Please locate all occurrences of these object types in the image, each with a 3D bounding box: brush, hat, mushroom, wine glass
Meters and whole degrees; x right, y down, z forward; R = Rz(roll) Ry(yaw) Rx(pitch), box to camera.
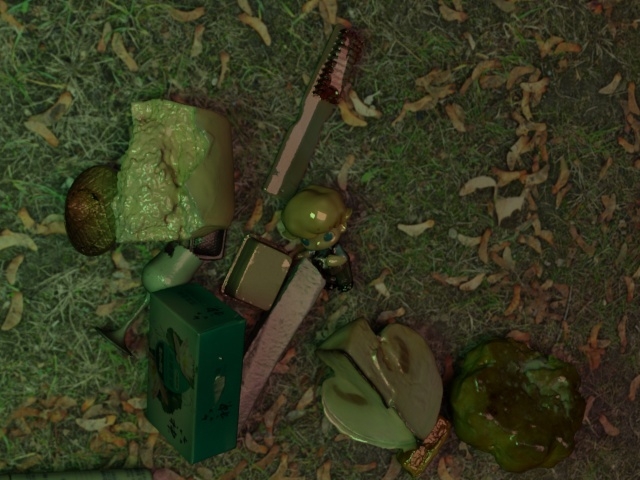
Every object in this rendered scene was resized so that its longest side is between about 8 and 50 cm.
[{"bbox_3d":[-0.182,-0.061,1.546,0.062,0.016,0.194,6,95,-21],"label":"brush"},{"bbox_3d":[-0.006,-0.219,1.580,0.060,0.050,0.321,25,88,-26],"label":"brush"},{"bbox_3d":[-0.379,-0.051,1.449,0.146,0.067,0.146,-29,123,-58],"label":"hat"},{"bbox_3d":[0.097,0.247,1.652,0.236,0.162,0.173,52,42,-7],"label":"mushroom"},{"bbox_3d":[-0.276,0.090,1.495,0.079,0.079,0.195,41,81,-21],"label":"wine glass"}]

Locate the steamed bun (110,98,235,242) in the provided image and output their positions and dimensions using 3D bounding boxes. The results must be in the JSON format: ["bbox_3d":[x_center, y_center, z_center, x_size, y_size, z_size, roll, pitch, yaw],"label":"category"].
[{"bbox_3d":[-0.229,-0.111,1.437,0.200,0.170,0.226,-3,92,-19],"label":"steamed bun"}]

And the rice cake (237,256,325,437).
[{"bbox_3d":[-0.102,0.195,1.583,0.072,0.056,0.365,29,88,-10],"label":"rice cake"}]

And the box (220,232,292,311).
[{"bbox_3d":[-0.107,0.059,1.567,0.089,0.062,0.122,26,88,-22],"label":"box"}]

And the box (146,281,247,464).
[{"bbox_3d":[-0.201,0.209,1.459,0.092,0.153,0.245,-12,119,-38],"label":"box"}]

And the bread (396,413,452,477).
[{"bbox_3d":[0.197,0.383,1.726,0.053,0.074,0.132,37,82,-3],"label":"bread"}]

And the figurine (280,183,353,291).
[{"bbox_3d":[0.000,0.000,1.587,0.108,0.114,0.196,-33,121,-38],"label":"figurine"}]

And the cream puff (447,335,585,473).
[{"bbox_3d":[0.364,0.317,1.741,0.281,0.185,0.282,8,55,-11],"label":"cream puff"}]

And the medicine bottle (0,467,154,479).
[{"bbox_3d":[-0.439,0.432,1.448,0.340,0.130,0.130,3,96,-23],"label":"medicine bottle"}]
